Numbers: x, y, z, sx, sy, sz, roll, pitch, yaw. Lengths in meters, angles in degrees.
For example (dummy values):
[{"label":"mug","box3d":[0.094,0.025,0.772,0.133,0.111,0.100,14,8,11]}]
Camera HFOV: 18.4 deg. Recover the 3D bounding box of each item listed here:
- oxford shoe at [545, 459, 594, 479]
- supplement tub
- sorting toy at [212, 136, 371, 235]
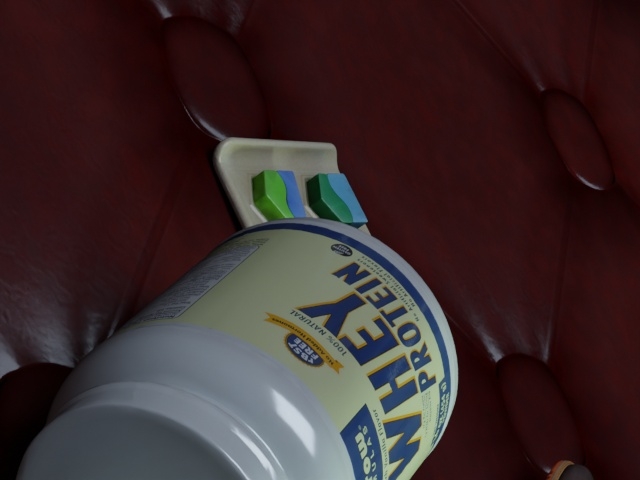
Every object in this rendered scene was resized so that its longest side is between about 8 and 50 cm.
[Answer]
[{"label":"oxford shoe","box3d":[0.258,0.321,1.854,0.097,0.098,0.271,53,30,-42]},{"label":"supplement tub","box3d":[-0.056,0.140,1.442,0.235,0.235,0.325,56,31,-6]},{"label":"sorting toy","box3d":[0.000,0.000,1.831,0.193,0.038,0.208,-1,65,-56]}]
